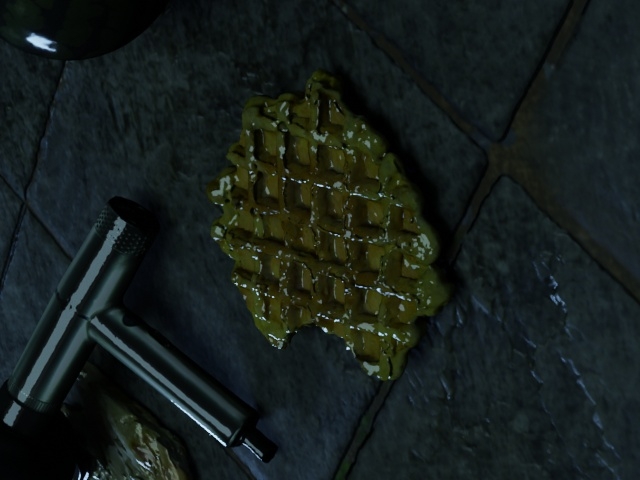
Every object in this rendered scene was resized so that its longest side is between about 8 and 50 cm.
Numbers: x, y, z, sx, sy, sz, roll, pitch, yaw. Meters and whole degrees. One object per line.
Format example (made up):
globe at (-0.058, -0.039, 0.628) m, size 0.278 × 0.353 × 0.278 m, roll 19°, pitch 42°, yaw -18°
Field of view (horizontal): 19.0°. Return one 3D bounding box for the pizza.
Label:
pizza at (-0.208, 0.229, 2.014) m, size 0.262 × 0.034 × 0.181 m, roll 55°, pitch 139°, yaw 18°

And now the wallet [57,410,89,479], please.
wallet at (-0.283, 0.245, 2.088) m, size 0.082 × 0.018 × 0.156 m, roll 62°, pitch 154°, yaw 17°

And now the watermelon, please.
watermelon at (-0.224, -0.263, 1.701) m, size 0.212 × 0.212 × 0.212 m, roll 21°, pitch 120°, yaw 42°

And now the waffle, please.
waffle at (0.001, -0.001, 1.670) m, size 0.291 × 0.051 × 0.291 m, roll 21°, pitch 120°, yaw 41°

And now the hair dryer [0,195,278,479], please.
hair dryer at (-0.212, 0.162, 1.875) m, size 0.320 × 0.156 × 0.284 m, roll -51°, pitch 58°, yaw 24°
